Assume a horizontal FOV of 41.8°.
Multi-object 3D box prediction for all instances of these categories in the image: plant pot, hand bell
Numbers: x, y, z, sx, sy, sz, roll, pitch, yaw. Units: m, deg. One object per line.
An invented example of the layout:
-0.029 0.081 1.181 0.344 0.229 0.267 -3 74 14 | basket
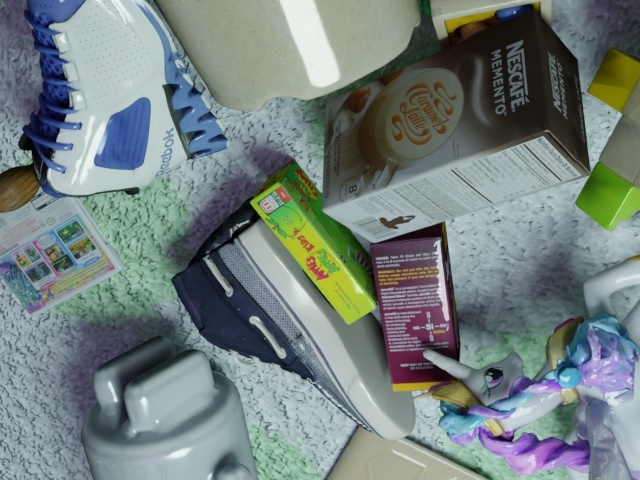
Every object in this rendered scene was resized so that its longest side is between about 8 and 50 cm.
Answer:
-0.055 -0.299 0.759 0.333 0.334 0.306 -14 120 15 | plant pot
-0.301 -0.081 0.913 0.126 0.242 0.126 4 113 9 | hand bell

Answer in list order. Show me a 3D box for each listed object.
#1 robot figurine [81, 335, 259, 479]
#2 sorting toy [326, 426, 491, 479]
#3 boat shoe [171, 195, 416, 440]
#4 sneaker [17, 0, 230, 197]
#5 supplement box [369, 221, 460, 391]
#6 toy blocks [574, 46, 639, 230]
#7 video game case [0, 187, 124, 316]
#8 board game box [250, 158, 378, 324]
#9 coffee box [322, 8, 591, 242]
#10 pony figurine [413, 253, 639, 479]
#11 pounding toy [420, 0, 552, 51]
-0.183 0.304 1.073 0.299 0.199 0.354 13 121 47 | robot figurine
0.112 0.353 1.134 0.208 0.038 0.193 28 114 3 | sorting toy
-0.034 0.119 1.024 0.158 0.127 0.341 -32 96 27 | boat shoe
-0.222 -0.138 0.795 0.182 0.127 0.315 -41 143 -8 | sneaker
0.114 0.067 0.974 0.080 0.104 0.188 -6 111 12 | supplement box
0.435 -0.163 0.763 0.260 0.191 0.382 4 120 -33 | toy blocks
-0.354 0.009 1.082 0.157 0.019 0.143 -26 106 18 | video game case
0.000 0.000 0.973 0.043 0.092 0.181 -34 103 20 | board game box
0.127 -0.105 0.833 0.246 0.141 0.098 -19 147 34 | coffee box
0.324 0.193 0.877 0.363 0.303 0.351 -32 79 4 | pony figurine
0.155 -0.222 0.834 0.141 0.130 0.100 -8 80 13 | pounding toy
